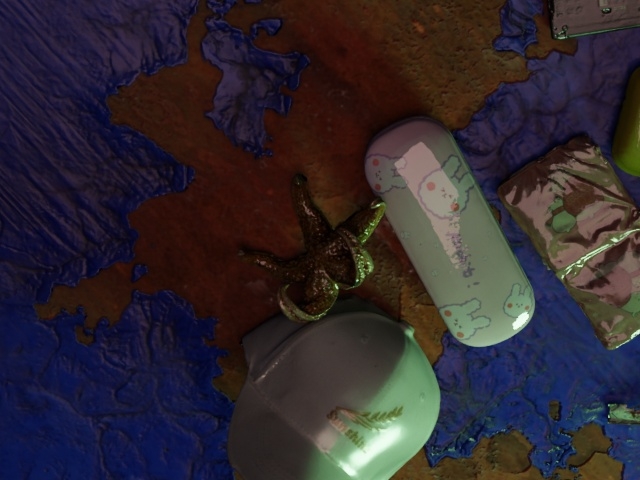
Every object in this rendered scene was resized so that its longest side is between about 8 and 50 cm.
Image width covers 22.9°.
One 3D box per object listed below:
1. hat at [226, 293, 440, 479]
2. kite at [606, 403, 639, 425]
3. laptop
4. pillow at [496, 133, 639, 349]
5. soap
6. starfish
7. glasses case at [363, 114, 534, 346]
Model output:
[{"bbox_3d":[0.023,0.215,1.859,0.258,0.301,0.168,40,126,-13],"label":"hat"},{"bbox_3d":[0.535,0.215,1.932,0.368,0.014,0.406,1,121,16],"label":"kite"},{"bbox_3d":[0.346,-0.304,1.805,0.180,0.016,0.129,-9,109,2],"label":"laptop"},{"bbox_3d":[0.328,-0.001,1.889,0.135,0.049,0.248,-36,101,10],"label":"pillow"},{"bbox_3d":[0.392,-0.139,1.843,0.089,0.045,0.140,10,108,-7],"label":"soap"},{"bbox_3d":[0.000,-0.001,1.862,0.190,0.074,0.146,-42,62,18],"label":"starfish"},{"bbox_3d":[0.153,-0.009,1.871,0.113,0.075,0.297,-27,107,9],"label":"glasses case"}]
